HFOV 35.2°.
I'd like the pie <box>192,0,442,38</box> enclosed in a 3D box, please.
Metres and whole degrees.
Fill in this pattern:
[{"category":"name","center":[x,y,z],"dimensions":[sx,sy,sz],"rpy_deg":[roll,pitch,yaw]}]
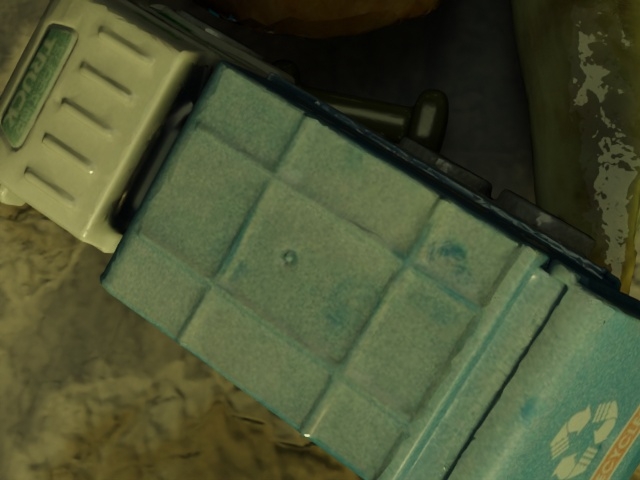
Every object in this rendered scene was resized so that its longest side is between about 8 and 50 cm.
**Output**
[{"category":"pie","center":[-0.022,-0.221,0.642],"dimensions":[0.273,0.069,0.273],"rpy_deg":[6,44,-6]}]

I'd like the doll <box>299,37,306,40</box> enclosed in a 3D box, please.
[{"category":"doll","center":[-0.023,-0.175,0.668],"dimensions":[0.061,0.051,0.093],"rpy_deg":[-25,65,-1]}]

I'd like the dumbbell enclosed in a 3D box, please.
[{"category":"dumbbell","center":[0.019,-0.078,0.625],"dimensions":[0.118,0.046,0.052],"rpy_deg":[13,73,9]}]

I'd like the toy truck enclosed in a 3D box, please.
[{"category":"toy truck","center":[0.000,0.000,0.505],"dimensions":[0.367,0.175,0.146],"rpy_deg":[32,97,19]}]

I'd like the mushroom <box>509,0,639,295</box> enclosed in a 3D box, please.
[{"category":"mushroom","center":[0.169,-0.117,0.611],"dimensions":[0.107,0.087,0.333],"rpy_deg":[-8,69,6]}]
